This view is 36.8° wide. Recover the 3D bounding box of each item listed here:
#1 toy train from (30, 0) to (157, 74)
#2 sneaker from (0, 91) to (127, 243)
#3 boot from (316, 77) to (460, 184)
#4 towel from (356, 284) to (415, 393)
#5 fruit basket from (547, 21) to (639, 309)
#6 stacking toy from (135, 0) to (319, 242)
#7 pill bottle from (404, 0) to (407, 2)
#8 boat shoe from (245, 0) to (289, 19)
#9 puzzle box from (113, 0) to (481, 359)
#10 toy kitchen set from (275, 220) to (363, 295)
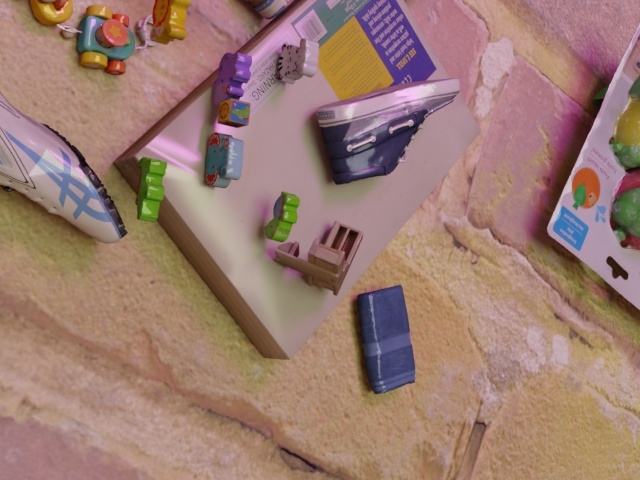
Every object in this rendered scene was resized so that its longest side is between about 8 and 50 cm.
[{"bbox_3d":[-0.213,-0.241,0.909,0.166,0.046,0.125,52,59,-23],"label":"toy train"},{"bbox_3d":[-0.266,-0.071,0.842,0.086,0.085,0.237,-46,120,-2],"label":"sneaker"},{"bbox_3d":[0.081,-0.123,1.060,0.190,0.069,0.086,-19,105,-29],"label":"boot"},{"bbox_3d":[0.075,0.114,1.119,0.067,0.029,0.120,-10,93,-38],"label":"towel"},{"bbox_3d":[0.494,-0.087,1.381,0.327,0.165,0.353,35,70,-31],"label":"fruit basket"},{"bbox_3d":[-0.092,-0.115,0.930,0.167,0.052,0.221,11,82,-35],"label":"stacking toy"},{"bbox_3d":[0.118,-0.339,1.163,0.067,0.067,0.120,53,58,-22],"label":"pill bottle"},{"bbox_3d":[-0.036,-0.332,1.043,0.066,0.066,0.183,35,66,-29],"label":"boat shoe"},{"bbox_3d":[0.000,-0.105,1.063,0.409,0.052,0.272,-48,114,-30],"label":"puzzle box"},{"bbox_3d":[0.000,0.000,0.983,0.068,0.083,0.075,22,68,9],"label":"toy kitchen set"}]
